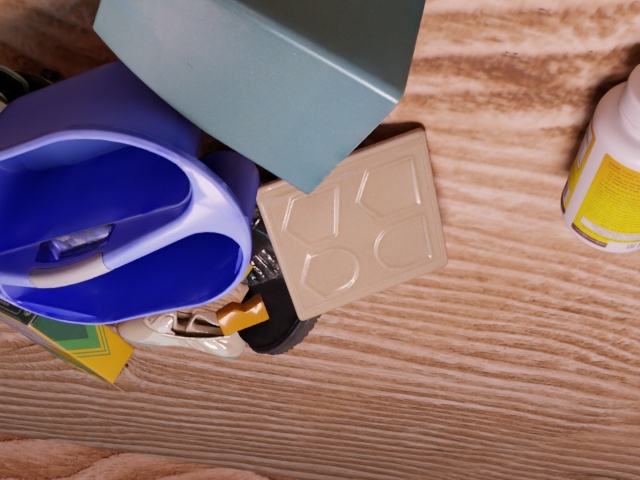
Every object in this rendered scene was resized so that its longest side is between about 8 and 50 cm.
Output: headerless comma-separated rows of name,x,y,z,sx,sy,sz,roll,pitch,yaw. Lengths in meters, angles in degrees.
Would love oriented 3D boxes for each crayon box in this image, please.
crayon box,-0.490,0.159,1.305,0.203,0.083,0.323,18,156,26

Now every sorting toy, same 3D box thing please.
sorting toy,0.000,0.000,0.868,0.308,0.041,0.229,-20,129,-5

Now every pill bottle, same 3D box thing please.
pill bottle,0.330,-0.085,0.730,0.117,0.117,0.215,4,150,6

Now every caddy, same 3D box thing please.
caddy,-0.224,-0.025,0.712,0.342,0.179,0.241,-13,132,24

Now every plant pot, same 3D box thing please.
plant pot,-0.056,-0.189,0.605,0.234,0.165,0.165,27,146,-16

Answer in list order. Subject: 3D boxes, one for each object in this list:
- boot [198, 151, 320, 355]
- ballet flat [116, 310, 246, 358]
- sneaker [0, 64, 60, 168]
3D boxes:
boot,-0.112,0.029,0.995,0.260,0.131,0.348,16,135,-25
ballet flat,-0.261,0.162,1.343,0.249,0.086,0.086,11,150,-9
sneaker,-0.401,-0.154,0.812,0.256,0.094,0.151,13,139,1
